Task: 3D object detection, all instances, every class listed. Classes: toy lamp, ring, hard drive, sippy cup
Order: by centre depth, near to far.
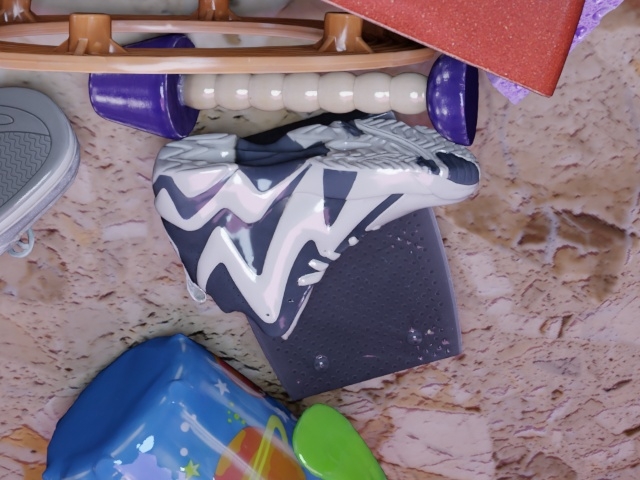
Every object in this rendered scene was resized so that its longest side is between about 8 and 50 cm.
[{"bbox_3d":[-0.097,-0.132,0.807,0.337,0.336,0.032,0,103,-8],"label":"ring"},{"bbox_3d":[-0.029,-0.108,0.940,0.275,0.080,0.080,2,129,13],"label":"toy lamp"},{"bbox_3d":[0.012,0.009,1.085,0.172,0.054,0.254,-17,126,5],"label":"hard drive"},{"bbox_3d":[-0.103,0.207,1.126,0.305,0.240,0.224,-39,112,9],"label":"sippy cup"}]

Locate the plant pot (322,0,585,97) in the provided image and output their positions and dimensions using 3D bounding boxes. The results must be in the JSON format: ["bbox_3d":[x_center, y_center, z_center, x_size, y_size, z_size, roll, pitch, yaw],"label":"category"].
[{"bbox_3d":[0.034,-0.267,0.766,0.267,0.267,0.235,20,107,-21],"label":"plant pot"}]

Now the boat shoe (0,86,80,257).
[{"bbox_3d":[-0.305,-0.003,1.007,0.320,0.118,0.103,-35,160,14],"label":"boat shoe"}]

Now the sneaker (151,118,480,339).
[{"bbox_3d":[0.000,0.000,0.980,0.235,0.094,0.153,-5,119,-1],"label":"sneaker"}]

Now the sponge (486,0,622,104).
[{"bbox_3d":[0.187,-0.200,0.913,0.031,0.117,0.210,34,116,-27],"label":"sponge"}]
